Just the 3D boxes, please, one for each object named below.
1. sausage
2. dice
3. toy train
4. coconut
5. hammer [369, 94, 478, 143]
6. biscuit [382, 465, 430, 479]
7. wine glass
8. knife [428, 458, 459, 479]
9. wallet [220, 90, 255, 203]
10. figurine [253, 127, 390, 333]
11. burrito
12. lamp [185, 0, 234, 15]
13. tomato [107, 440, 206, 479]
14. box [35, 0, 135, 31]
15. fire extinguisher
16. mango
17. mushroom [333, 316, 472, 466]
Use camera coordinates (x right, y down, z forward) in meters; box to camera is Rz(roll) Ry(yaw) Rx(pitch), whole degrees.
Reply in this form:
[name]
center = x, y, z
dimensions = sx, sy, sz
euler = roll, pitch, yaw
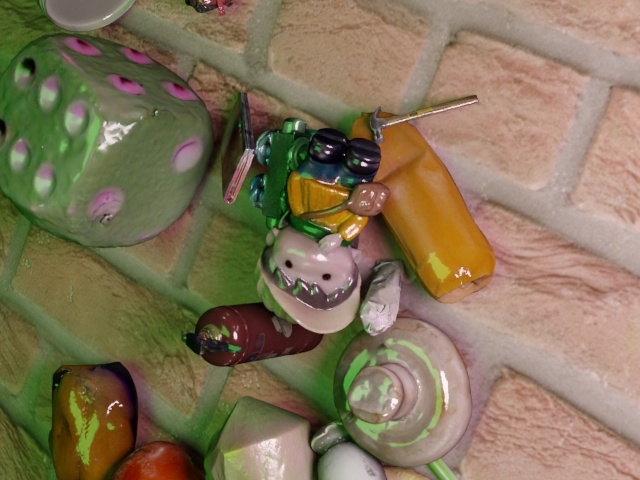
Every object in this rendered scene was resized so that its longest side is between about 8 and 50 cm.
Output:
[sausage]
center = 0.158, -0.067, 1.551
dimensions = 0.134, 0.116, 0.353
euler = -31, 66, 11
[dice]
center = -0.428, -0.191, 1.828
dimensions = 0.322, 0.330, 0.318
euler = 40, 113, 26
[toy train]
center = -0.041, -0.113, 1.668
dimensions = 0.107, 0.154, 0.197
euler = 14, 97, 37
[coconut]
center = -0.106, 0.389, 1.683
dimensions = 0.205, 0.236, 0.235
euler = -18, 80, 20
[hammer]
center = 0.167, -0.210, 1.551
dimensions = 0.182, 0.017, 0.062
euler = -16, 63, 0
[biscuit]
center = 0.157, 0.495, 1.603
dimensions = 0.265, 0.040, 0.188
euler = 44, 111, 26
[wine glass]
center = 0.055, 0.404, 1.588
dimensions = 0.111, 0.111, 0.204
euler = -45, 44, 26
[knife]
center = 0.216, 0.387, 1.575
dimensions = 0.212, 0.015, 0.054
euler = 48, 115, 25
[wallet]
center = -0.154, -0.171, 1.735
dimensions = 0.232, 0.025, 0.119
euler = -102, 32, -56
[figurine]
center = 0.005, -0.015, 1.559
dimensions = 0.185, 0.204, 0.332
euler = 17, 100, 1
[burrito]
center = 0.103, 0.091, 1.563
dimensions = 0.064, 0.203, 0.064
euler = 5, 116, 10
[lamp]
center = -0.222, -0.549, 1.753
dimensions = 0.118, 0.118, 0.253
euler = 24, 140, 32
[tomato]
center = -0.324, 0.515, 1.846
dimensions = 0.232, 0.189, 0.231
euler = 2, 94, 35
[box]
center = -0.489, -0.556, 1.929
dimensions = 0.226, 0.226, 0.149
euler = -48, 65, 25
[fire extinguisher]
center = -0.115, 0.159, 1.603
dimensions = 0.138, 0.344, 0.102
euler = 10, 96, 34
[mango]
center = -0.466, 0.392, 1.962
dimensions = 0.201, 0.153, 0.287
euler = 9, 95, 49
[mushroom]
center = 0.114, 0.244, 1.518
dimensions = 0.244, 0.244, 0.243
euler = 0, 90, 35
